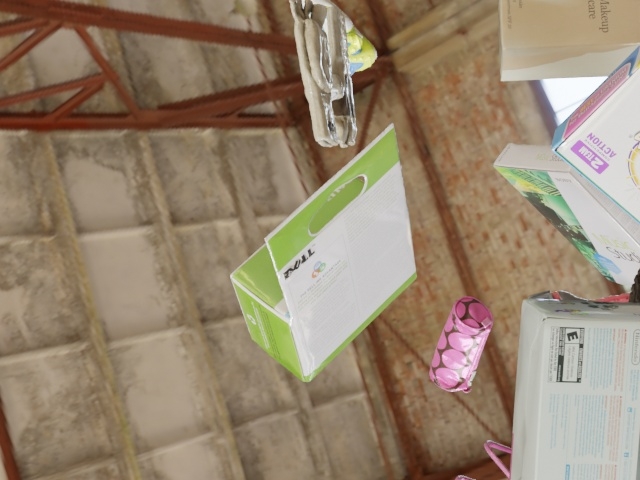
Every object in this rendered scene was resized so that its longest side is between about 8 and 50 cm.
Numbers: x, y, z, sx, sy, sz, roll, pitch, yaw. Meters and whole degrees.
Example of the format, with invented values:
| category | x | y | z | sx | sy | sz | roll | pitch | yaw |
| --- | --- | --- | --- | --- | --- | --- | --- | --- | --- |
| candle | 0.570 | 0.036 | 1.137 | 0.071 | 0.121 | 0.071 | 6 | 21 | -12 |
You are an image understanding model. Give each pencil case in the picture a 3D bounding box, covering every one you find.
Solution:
| category | x | y | z | sx | sy | sz | roll | pitch | yaw |
| --- | --- | --- | --- | --- | --- | --- | --- | --- | --- |
| pencil case | 0.298 | 0.221 | 2.085 | 0.095 | 0.209 | 0.098 | -21 | -131 | -32 |

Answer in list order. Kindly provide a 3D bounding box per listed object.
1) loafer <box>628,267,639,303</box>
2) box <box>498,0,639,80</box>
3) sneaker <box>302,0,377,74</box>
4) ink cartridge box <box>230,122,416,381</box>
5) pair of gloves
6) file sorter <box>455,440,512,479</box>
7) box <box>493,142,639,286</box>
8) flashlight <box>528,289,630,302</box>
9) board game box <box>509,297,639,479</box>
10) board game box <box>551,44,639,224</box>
| category | x | y | z | sx | sy | sz | roll | pitch | yaw |
| --- | --- | --- | --- | --- | --- | --- | --- | --- | --- |
| loafer | 0.532 | -0.007 | 1.271 | 0.130 | 0.366 | 0.134 | 24 | -132 | 1 |
| box | 0.471 | -0.373 | 1.750 | 0.121 | 0.311 | 0.148 | 66 | -157 | -69 |
| sneaker | 0.008 | -0.365 | 1.852 | 0.240 | 0.126 | 0.091 | 35 | -169 | -47 |
| ink cartridge box | 0.000 | 0.000 | 1.049 | 0.189 | 0.097 | 0.255 | -42 | -34 | -22 |
| pair of gloves | 0.007 | -0.230 | 1.400 | 0.240 | 0.042 | 0.204 | -24 | -72 | -75 |
| file sorter | 0.353 | 0.293 | 1.322 | 0.182 | 0.291 | 0.202 | 29 | -165 | -46 |
| box | 0.450 | -0.033 | 1.618 | 0.322 | 0.232 | 0.058 | 43 | -98 | -18 |
| flashlight | 0.564 | 0.120 | 1.945 | 0.103 | 0.304 | 0.103 | 57 | -160 | -60 |
| board game box | 0.359 | 0.182 | 1.031 | 0.097 | 0.303 | 0.224 | -118 | 31 | -82 |
| board game box | 0.412 | -0.126 | 0.923 | 0.242 | 0.316 | 0.064 | 40 | -150 | -5 |
